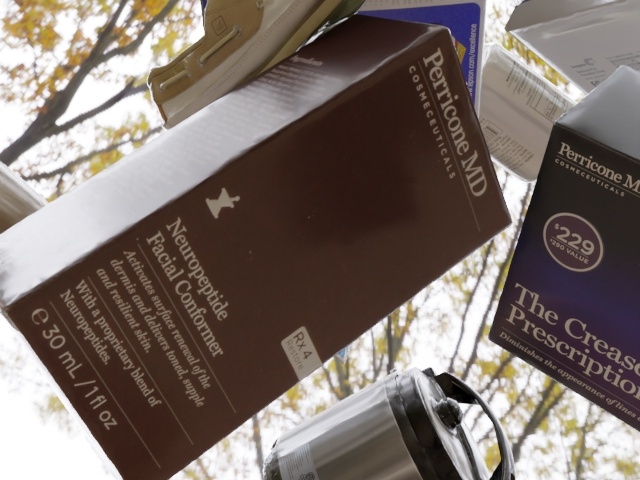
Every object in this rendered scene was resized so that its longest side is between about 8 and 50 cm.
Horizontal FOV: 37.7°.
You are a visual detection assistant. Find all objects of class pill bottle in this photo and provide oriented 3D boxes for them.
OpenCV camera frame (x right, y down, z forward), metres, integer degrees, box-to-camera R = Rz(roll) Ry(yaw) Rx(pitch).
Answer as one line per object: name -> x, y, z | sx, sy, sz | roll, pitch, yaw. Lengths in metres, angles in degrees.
pill bottle -> 0.284, -0.154, 1.280 | 0.229, 0.131, 0.131 | 34, -65, -10

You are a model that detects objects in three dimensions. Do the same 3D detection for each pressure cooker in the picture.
pressure cooker -> 0.152, 0.445, 1.738 | 0.420, 0.375, 0.370 | -31, -99, 9

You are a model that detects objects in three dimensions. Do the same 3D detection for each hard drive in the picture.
hard drive -> 0.351, -0.135, 0.869 | 0.319, 0.210, 0.040 | 32, -101, -23

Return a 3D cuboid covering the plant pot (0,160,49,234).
plant pot -> -0.552, -0.032, 1.317 | 0.280, 0.323, 0.323 | 29, -63, -16

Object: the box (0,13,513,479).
box -> -0.049, 0.000, 0.732 | 0.381, 0.143, 0.191 | -36, -59, -18

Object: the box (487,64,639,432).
box -> 0.249, 0.040, 0.553 | 0.261, 0.103, 0.184 | 31, -46, 26

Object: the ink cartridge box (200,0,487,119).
ink cartridge box -> 0.026, -0.257, 1.011 | 0.307, 0.072, 0.303 | -5, -52, -3

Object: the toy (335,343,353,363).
toy -> 0.000, 0.000, 1.002 | 0.056, 0.137, 0.237 | -19, -61, 38

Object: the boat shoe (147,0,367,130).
boat shoe -> -0.055, -0.193, 0.842 | 0.103, 0.113, 0.302 | 50, -59, 0
